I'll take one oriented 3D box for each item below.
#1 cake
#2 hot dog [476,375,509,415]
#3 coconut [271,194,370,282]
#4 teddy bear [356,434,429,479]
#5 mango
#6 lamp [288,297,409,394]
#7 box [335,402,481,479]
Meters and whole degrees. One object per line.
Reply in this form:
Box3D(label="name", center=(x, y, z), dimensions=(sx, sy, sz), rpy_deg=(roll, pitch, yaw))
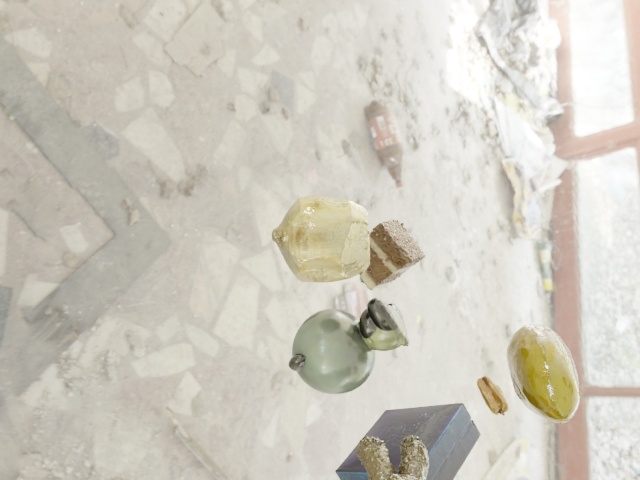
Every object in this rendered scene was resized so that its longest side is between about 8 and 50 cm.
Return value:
Box3D(label="cake", center=(0.167, 0.039, 1.421), dimensions=(0.135, 0.147, 0.135), rpy_deg=(54, 29, 16))
Box3D(label="hot dog", center=(0.468, 0.420, 1.479), dimensions=(0.041, 0.056, 0.133), rpy_deg=(59, 6, -34))
Box3D(label="coconut", center=(0.000, -0.003, 1.070), dimensions=(0.194, 0.194, 0.194), rpy_deg=(15, 70, -45))
Box3D(label="teddy bear", center=(0.122, 0.448, 0.919), dimensions=(0.182, 0.129, 0.251), rpy_deg=(10, 61, -8))
Box3D(label="mango", center=(0.478, 0.276, 1.175), dimensions=(0.332, 0.142, 0.195), rpy_deg=(28, 44, -69))
Box3D(label="lamp", center=(0.057, 0.215, 1.143), dimensions=(0.197, 0.244, 0.197), rpy_deg=(53, 13, -18))
Box3D(label="box", center=(0.223, 0.543, 1.398), dimensions=(0.261, 0.279, 0.116), rpy_deg=(-33, 96, -44))
